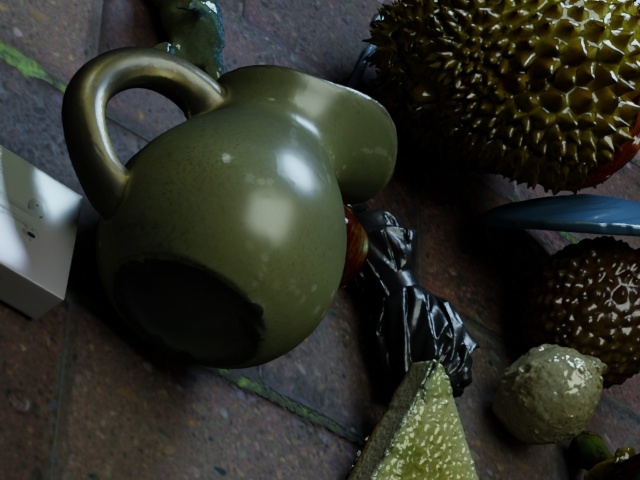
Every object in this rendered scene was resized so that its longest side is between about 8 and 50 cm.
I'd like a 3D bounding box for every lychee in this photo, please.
[{"bbox_3d":[0.351,0.085,2.173,0.200,0.200,0.238,46,66,-15],"label":"lychee"}]

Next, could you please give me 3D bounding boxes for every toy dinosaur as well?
[{"bbox_3d":[-0.150,-0.260,1.949,0.147,0.076,0.363,26,44,-64],"label":"toy dinosaur"}]

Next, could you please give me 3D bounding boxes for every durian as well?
[{"bbox_3d":[0.253,-0.213,2.151,0.384,0.347,0.348,-19,78,-40],"label":"durian"}]

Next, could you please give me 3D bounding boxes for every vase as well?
[{"bbox_3d":[-0.107,-0.063,1.687,0.329,0.241,0.302,38,51,-14],"label":"vase"}]

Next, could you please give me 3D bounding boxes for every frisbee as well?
[{"bbox_3d":[0.344,-0.035,2.193,0.289,0.289,0.049,1,92,-50],"label":"frisbee"}]

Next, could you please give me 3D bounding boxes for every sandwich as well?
[{"bbox_3d":[0.120,0.249,1.835,0.162,0.058,0.193,41,63,-22],"label":"sandwich"}]

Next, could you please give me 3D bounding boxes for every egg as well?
[{"bbox_3d":[0.273,0.183,2.051,0.118,0.140,0.116,3,57,-63],"label":"egg"}]

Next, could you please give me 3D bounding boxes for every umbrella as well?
[{"bbox_3d":[0.072,0.036,1.973,0.118,0.118,0.340,3,53,-49],"label":"umbrella"}]

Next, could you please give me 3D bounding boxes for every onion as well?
[{"bbox_3d":[0.000,0.000,1.886,0.117,0.118,0.119,29,42,-12],"label":"onion"}]

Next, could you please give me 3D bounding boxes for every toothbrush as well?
[{"bbox_3d":[0.058,-0.240,2.226,0.019,0.016,0.219,43,37,-16],"label":"toothbrush"}]

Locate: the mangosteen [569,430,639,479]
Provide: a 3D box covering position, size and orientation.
[{"bbox_3d":[0.383,0.331,2.040,0.231,0.231,0.289,10,19,-46],"label":"mangosteen"}]

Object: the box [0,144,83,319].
[{"bbox_3d":[-0.294,-0.014,1.602,0.129,0.051,0.130,33,42,-30],"label":"box"}]
